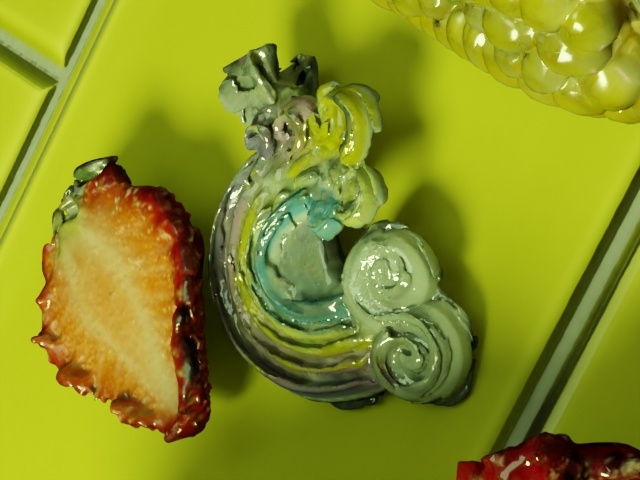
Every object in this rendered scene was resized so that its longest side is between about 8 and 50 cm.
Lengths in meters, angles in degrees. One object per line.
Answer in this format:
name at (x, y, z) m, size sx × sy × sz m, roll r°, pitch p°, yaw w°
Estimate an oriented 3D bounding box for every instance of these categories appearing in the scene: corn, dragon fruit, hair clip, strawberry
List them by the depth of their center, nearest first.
dragon fruit at (0.076, 0.091, 0.619) m, size 0.097 × 0.131 × 0.063 m, roll -43°, pitch 50°, yaw 14°
corn at (0.051, -0.148, 0.704) m, size 0.347 × 0.130 × 0.130 m, roll 39°, pitch 104°, yaw 45°
hair clip at (-0.001, 0.000, 0.763) m, size 0.116 × 0.049 × 0.172 m, roll -33°, pitch 67°, yaw 44°
strawberry at (-0.081, 0.028, 0.811) m, size 0.104 × 0.048 × 0.152 m, roll -51°, pitch 52°, yaw 27°
